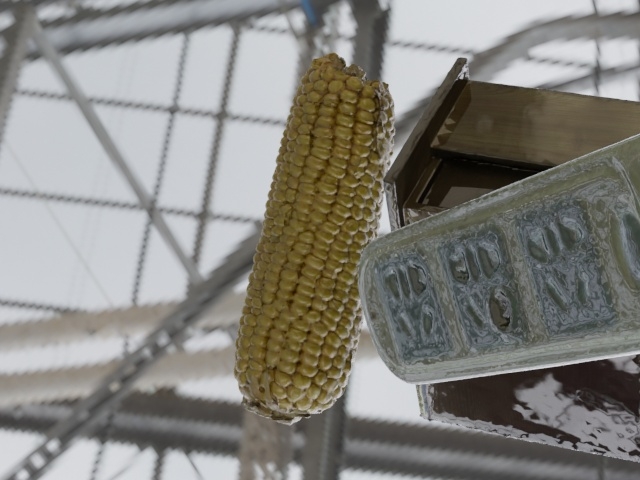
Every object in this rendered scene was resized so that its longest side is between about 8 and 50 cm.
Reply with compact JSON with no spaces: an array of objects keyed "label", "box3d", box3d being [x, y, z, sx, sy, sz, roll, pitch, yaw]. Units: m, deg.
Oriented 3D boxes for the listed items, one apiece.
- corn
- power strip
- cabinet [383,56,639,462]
[{"label":"corn","box3d":[0.000,0.000,1.445,0.106,0.106,0.293,15,-87,34]},{"label":"power strip","box3d":[0.093,0.010,0.728,0.048,0.080,0.286,-13,177,-27]},{"label":"cabinet","box3d":[0.159,0.009,1.211,0.175,0.215,0.148,9,-136,23]}]
